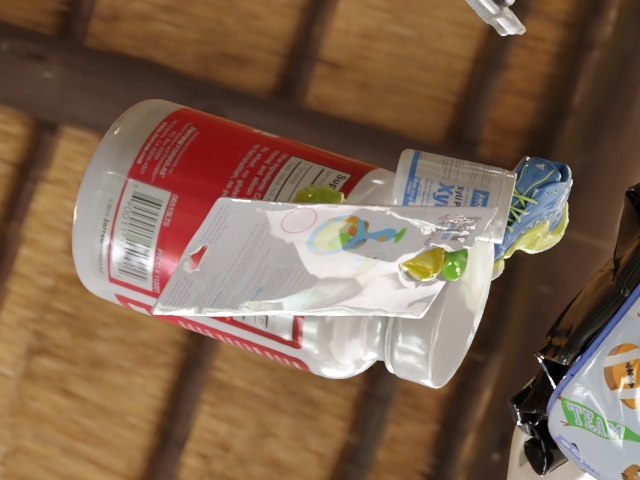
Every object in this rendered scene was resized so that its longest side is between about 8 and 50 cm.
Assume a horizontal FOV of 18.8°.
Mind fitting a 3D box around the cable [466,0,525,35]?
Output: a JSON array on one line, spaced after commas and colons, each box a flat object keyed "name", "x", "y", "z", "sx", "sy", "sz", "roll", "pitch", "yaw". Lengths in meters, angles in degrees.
[{"name": "cable", "x": 0.082, "y": -0.292, "z": 1.460, "sx": 0.089, "sy": 0.257, "sz": 0.257, "roll": -40, "pitch": -21, "yaw": 4}]

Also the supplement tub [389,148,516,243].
[{"name": "supplement tub", "x": 0.120, "y": -0.040, "z": 1.761, "sx": 0.071, "sy": 0.107, "sz": 0.071, "roll": 12, "pitch": -90, "yaw": -85}]

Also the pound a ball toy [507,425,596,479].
[{"name": "pound a ball toy", "x": 0.265, "y": 0.153, "z": 1.432, "sx": 0.319, "sy": 0.208, "sz": 0.135, "roll": 112, "pitch": 169, "yaw": -71}]

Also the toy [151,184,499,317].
[{"name": "toy", "x": 0.000, "y": 0.000, "z": 1.444, "sx": 0.237, "sy": 0.056, "sz": 0.137, "roll": 5, "pitch": -41, "yaw": -28}]

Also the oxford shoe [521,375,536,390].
[{"name": "oxford shoe", "x": 0.356, "y": 0.138, "z": 2.190, "sx": 0.169, "sy": 0.130, "sz": 0.449, "roll": -41, "pitch": -3, "yaw": -35}]

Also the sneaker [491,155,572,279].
[{"name": "sneaker", "x": 0.204, "y": -0.035, "z": 2.210, "sx": 0.240, "sy": 0.091, "sz": 0.126, "roll": -24, "pitch": -41, "yaw": -46}]

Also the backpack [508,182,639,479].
[{"name": "backpack", "x": 0.220, "y": 0.040, "z": 0.941, "sx": 0.276, "sy": 0.213, "sz": 0.263, "roll": -58, "pitch": -18, "yaw": 4}]

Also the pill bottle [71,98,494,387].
[{"name": "pill bottle", "x": -0.036, "y": 0.010, "z": 2.041, "sx": 0.229, "sy": 0.408, "sz": 0.229, "roll": 19, "pitch": -90, "yaw": -72}]
